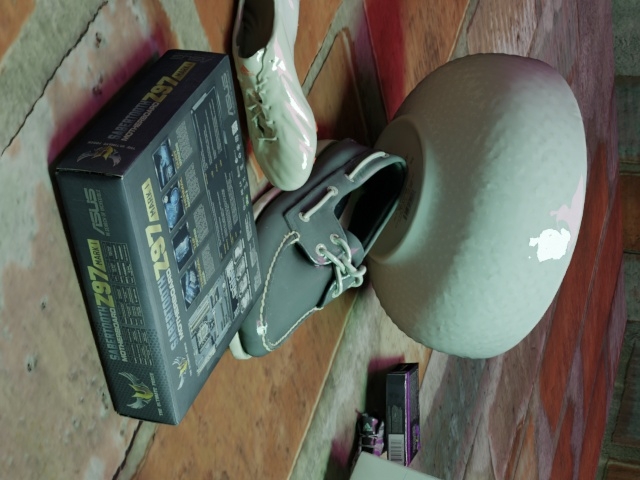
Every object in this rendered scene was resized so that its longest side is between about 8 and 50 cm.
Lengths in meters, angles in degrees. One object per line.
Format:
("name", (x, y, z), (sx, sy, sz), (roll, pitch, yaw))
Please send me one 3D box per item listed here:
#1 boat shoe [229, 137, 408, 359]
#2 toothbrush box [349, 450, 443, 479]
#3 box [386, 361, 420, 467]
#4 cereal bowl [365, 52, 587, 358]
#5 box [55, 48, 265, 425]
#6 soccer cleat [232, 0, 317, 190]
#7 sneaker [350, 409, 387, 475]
("boat shoe", (0.000, 0.000, 1.267), (0.319, 0.099, 0.116), (-58, 147, -51))
("toothbrush box", (0.147, 0.387, 1.442), (0.216, 0.296, 0.126), (-67, 154, -15))
("box", (0.105, 0.217, 1.659), (0.162, 0.029, 0.116), (4, 86, -79))
("cereal bowl", (0.137, -0.046, 1.434), (0.339, 0.141, 0.338), (-169, -90, -68))
("box", (-0.114, -0.004, 1.016), (0.183, 0.059, 0.232), (-60, 150, -49))
("soccer cleat", (-0.047, -0.139, 1.164), (0.076, 0.068, 0.196), (-18, 105, -63))
("sneaker", (0.056, 0.239, 1.579), (0.098, 0.038, 0.069), (-66, 153, -62))
